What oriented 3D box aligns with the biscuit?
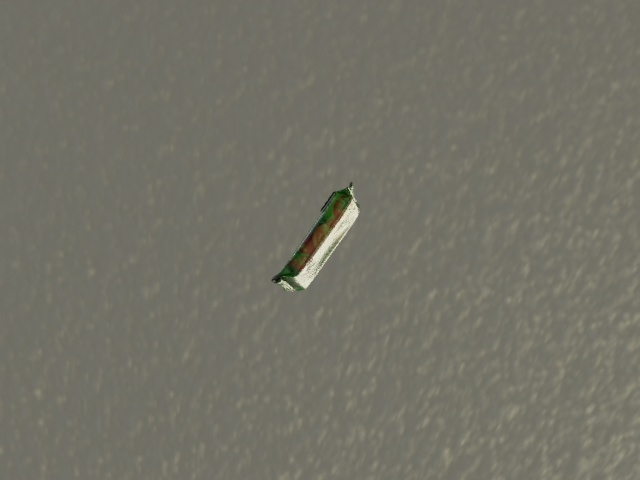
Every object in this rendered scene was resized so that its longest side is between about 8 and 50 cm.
[{"bbox_3d":[0.000,0.000,1.127,0.016,0.046,0.089,33,-96,20],"label":"biscuit"}]
